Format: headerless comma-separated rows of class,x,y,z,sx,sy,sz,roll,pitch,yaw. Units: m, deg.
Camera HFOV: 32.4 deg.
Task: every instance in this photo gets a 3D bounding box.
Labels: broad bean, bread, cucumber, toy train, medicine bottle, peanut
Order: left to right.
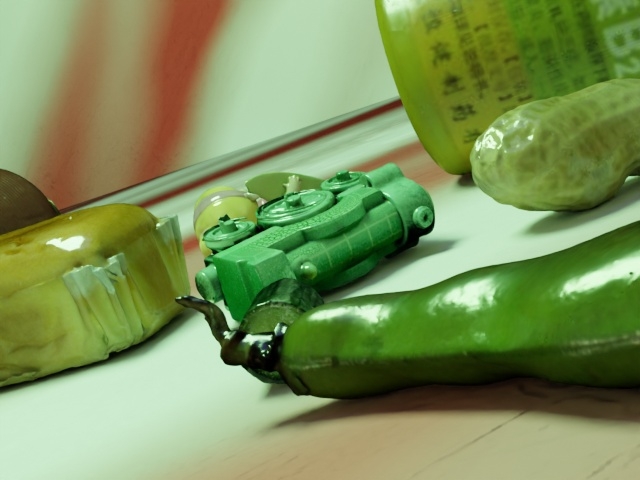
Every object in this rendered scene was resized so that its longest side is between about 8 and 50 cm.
bread,-0.228,0.047,0.864,0.241,0.107,0.136,-16,12,24
cucumber,-0.017,0.045,0.607,0.048,0.048,0.105,-19,7,6
toy train,0.000,0.000,0.769,0.178,0.071,0.105,-27,19,-30
broad bean,0.075,0.034,0.443,0.325,0.067,0.075,-15,-20,41
peanut,0.182,-0.062,0.735,0.174,0.080,0.080,-18,8,-17
medicine bottle,0.260,-0.212,0.980,0.384,0.224,0.224,-17,9,17

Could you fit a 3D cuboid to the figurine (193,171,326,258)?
figurine,-0.044,-0.023,1.048,0.187,0.083,0.083,-11,1,-42

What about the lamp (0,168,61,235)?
lamp,-0.363,0.029,1.096,0.180,0.180,0.258,-13,13,36
